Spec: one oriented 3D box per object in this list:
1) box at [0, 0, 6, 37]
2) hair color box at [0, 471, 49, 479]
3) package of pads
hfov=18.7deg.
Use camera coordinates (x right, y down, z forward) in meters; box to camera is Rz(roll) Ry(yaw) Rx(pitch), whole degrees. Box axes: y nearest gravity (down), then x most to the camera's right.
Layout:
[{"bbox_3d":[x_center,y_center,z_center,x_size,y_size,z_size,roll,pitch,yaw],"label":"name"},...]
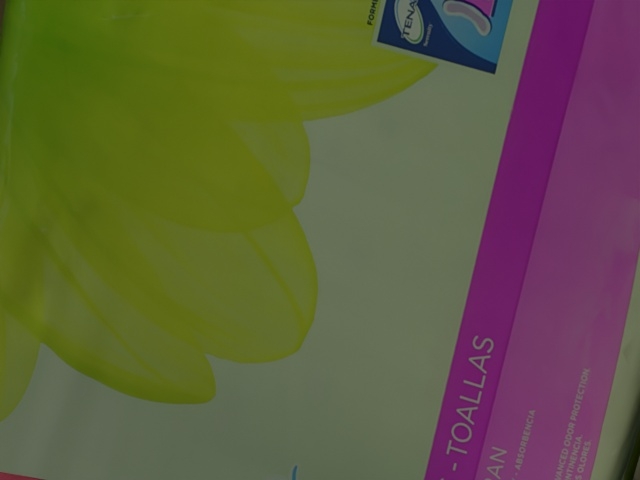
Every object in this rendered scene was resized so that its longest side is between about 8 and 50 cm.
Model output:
[{"bbox_3d":[-0.200,-0.110,0.850,0.311,0.148,0.121,-3,41,-9],"label":"box"},{"bbox_3d":[0.024,0.163,0.508,0.347,0.105,0.174,11,22,-8],"label":"hair color box"},{"bbox_3d":[0.000,0.000,0.624,0.229,0.296,0.101,17,21,15],"label":"package of pads"}]
